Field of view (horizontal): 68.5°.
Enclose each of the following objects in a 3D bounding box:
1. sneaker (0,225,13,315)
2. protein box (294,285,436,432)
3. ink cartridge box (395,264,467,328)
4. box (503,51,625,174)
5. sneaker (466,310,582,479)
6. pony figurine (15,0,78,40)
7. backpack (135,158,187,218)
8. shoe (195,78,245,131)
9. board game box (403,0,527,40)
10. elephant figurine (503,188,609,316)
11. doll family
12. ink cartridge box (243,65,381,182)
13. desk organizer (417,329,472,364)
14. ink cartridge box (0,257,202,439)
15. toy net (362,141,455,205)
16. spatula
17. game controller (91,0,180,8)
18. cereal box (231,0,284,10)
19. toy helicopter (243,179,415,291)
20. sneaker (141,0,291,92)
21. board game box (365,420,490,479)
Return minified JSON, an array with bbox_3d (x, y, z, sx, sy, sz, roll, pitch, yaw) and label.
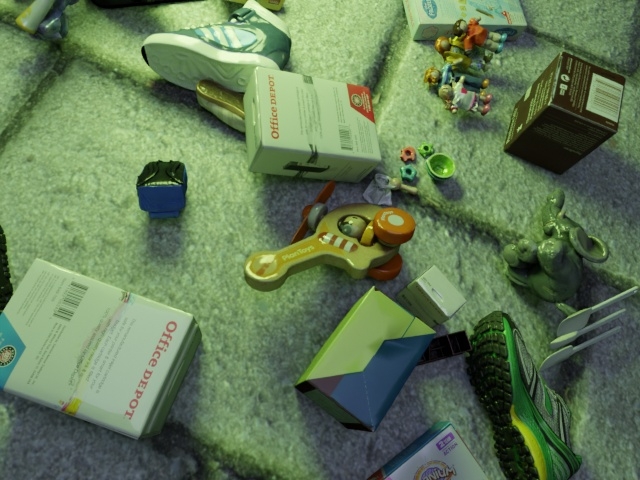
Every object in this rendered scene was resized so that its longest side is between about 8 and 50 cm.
[{"bbox_3d":[-0.645,0.097,0.853,0.124,0.107,0.283,-18,69,0],"label":"sneaker"},{"bbox_3d":[0.072,0.221,0.856,0.136,0.201,0.200,37,69,5],"label":"protein box"},{"bbox_3d":[0.220,0.119,0.954,0.056,0.135,0.099,-36,80,-20],"label":"ink cartridge box"},{"bbox_3d":[0.580,-0.299,1.132,0.167,0.203,0.168,22,68,-1],"label":"box"},{"bbox_3d":[0.400,0.307,0.933,0.146,0.134,0.343,-11,81,-20],"label":"sneaker"},{"bbox_3d":[-0.544,-0.622,1.013,0.351,0.303,0.363,43,100,11],"label":"pony figurine"},{"bbox_3d":[-0.325,-0.108,0.969,0.098,0.101,0.120,1,38,-13],"label":"backpack"},{"bbox_3d":[-0.186,-0.296,1.087,0.219,0.058,0.076,27,50,-5],"label":"shoe"},{"bbox_3d":[0.385,-0.710,1.325,0.318,0.066,0.318,-4,71,-11],"label":"board game box"},{"bbox_3d":[0.537,0.017,1.038,0.239,0.169,0.186,-28,117,-28],"label":"elephant figurine"},{"bbox_3d":[0.355,-0.436,1.210,0.163,0.118,0.263,14,86,-11],"label":"doll family"},{"bbox_3d":[-0.023,-0.246,1.027,0.273,0.114,0.197,3,69,-25],"label":"ink cartridge box"},{"bbox_3d":[0.238,0.222,0.965,0.130,0.050,0.047,-11,72,-13],"label":"desk organizer"},{"bbox_3d":[-0.369,0.190,0.796,0.270,0.197,0.198,21,67,-1],"label":"ink cartridge box"},{"bbox_3d":[0.197,-0.161,1.102,0.232,0.045,0.122,-24,76,-17],"label":"toy net"},{"bbox_3d":[0.571,0.183,0.987,0.242,0.168,0.019,-17,37,-18],"label":"spatula"},{"bbox_3d":[-0.429,-0.675,1.189,0.319,0.067,0.166,-14,87,-13],"label":"game controller"},{"bbox_3d":[-0.205,-0.710,1.208,0.173,0.047,0.240,-9,70,-36],"label":"cereal box"},{"bbox_3d":[0.000,0.000,0.956,0.355,0.140,0.235,-21,52,-28],"label":"toy helicopter"},{"bbox_3d":[-0.230,-0.475,1.116,0.323,0.130,0.236,9,59,-1],"label":"sneaker"},{"bbox_3d":[0.231,0.533,0.841,0.242,0.064,0.316,-30,77,-18],"label":"board game box"}]
